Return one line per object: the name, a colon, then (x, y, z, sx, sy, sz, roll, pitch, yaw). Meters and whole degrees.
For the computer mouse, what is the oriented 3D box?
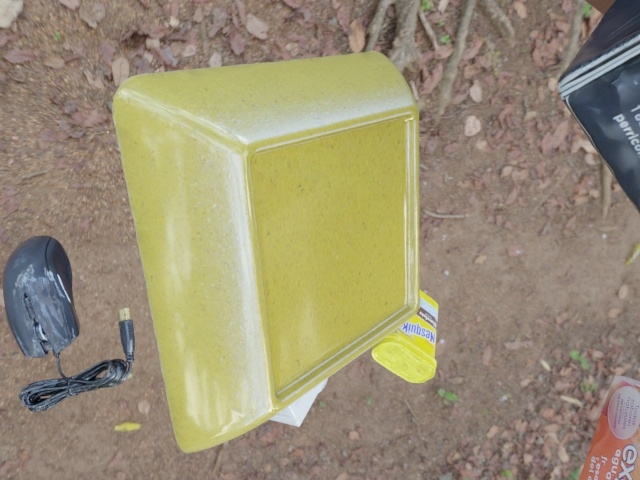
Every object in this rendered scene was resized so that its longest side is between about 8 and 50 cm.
computer mouse: (-0.371, 0.103, 0.796, 0.184, 0.060, 0.261, -13, 77, 3)

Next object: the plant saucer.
plant saucer: (0.000, 0.000, 0.526, 0.333, 0.081, 0.332, -25, 119, -44)

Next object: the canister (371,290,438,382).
canister: (0.171, 0.173, 1.075, 0.126, 0.169, 0.073, 35, 130, -14)

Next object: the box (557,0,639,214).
box: (0.512, -0.197, 0.399, 0.297, 0.472, 0.480, 52, 48, -8)

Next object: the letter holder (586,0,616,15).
letter holder: (0.517, -0.505, 0.928, 0.302, 0.214, 0.152, 41, 105, 5)

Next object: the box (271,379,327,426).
box: (-0.086, 0.196, 0.944, 0.181, 0.182, 0.119, -54, 135, -43)

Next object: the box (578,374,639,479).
box: (0.339, 0.209, 0.342, 0.300, 0.154, 0.142, 15, 95, -3)
